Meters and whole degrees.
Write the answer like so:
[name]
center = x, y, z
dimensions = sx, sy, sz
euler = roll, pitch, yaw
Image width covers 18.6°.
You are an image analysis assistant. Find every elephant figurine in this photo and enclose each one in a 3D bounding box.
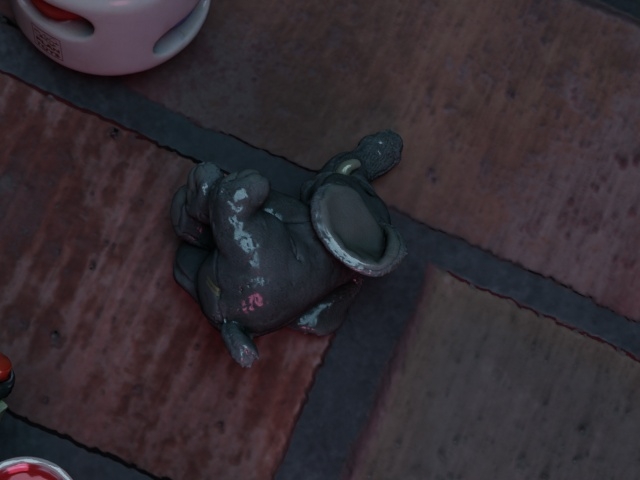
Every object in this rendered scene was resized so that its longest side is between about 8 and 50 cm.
[elephant figurine]
center = 0.000, 0.000, 1.741
dimensions = 0.239, 0.169, 0.186
euler = -2, 100, -28

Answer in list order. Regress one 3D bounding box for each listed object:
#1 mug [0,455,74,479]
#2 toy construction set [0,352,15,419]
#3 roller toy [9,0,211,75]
[mug]
center = -0.243, 0.255, 1.583
dimensions = 0.113, 0.169, 0.150
euler = 5, 69, -10
[toy construction set]
center = -0.383, 0.117, 1.594
dimensions = 0.215, 0.151, 0.327
euler = -15, 66, -54
[roller toy]
center = -0.196, -0.255, 1.788
dimensions = 0.209, 0.146, 0.191
euler = -8, 63, -8
